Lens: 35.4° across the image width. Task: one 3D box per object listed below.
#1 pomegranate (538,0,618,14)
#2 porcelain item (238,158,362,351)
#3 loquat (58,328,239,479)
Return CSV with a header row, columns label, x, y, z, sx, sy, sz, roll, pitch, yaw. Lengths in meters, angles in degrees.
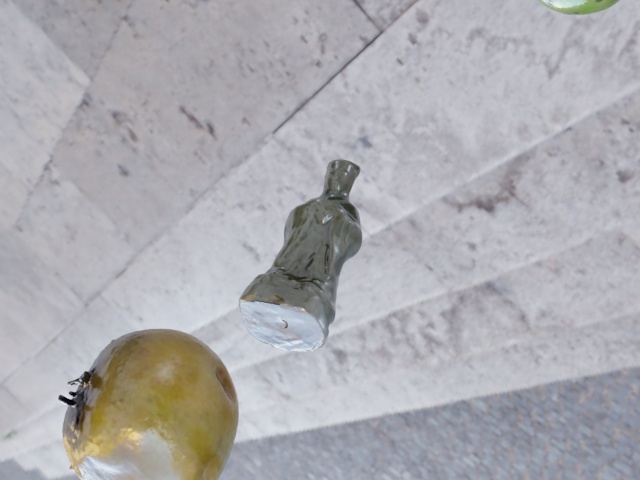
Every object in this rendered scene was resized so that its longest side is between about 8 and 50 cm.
label,x,y,z,sx,sy,sz,roll,pitch,yaw
pomegranate,0.251,-0.323,1.079,0.220,0.156,0.156,10,141,19
porcelain item,0.000,0.000,0.951,0.081,0.216,0.069,6,139,21
loquat,-0.195,0.199,1.140,0.213,0.213,0.213,33,151,21
